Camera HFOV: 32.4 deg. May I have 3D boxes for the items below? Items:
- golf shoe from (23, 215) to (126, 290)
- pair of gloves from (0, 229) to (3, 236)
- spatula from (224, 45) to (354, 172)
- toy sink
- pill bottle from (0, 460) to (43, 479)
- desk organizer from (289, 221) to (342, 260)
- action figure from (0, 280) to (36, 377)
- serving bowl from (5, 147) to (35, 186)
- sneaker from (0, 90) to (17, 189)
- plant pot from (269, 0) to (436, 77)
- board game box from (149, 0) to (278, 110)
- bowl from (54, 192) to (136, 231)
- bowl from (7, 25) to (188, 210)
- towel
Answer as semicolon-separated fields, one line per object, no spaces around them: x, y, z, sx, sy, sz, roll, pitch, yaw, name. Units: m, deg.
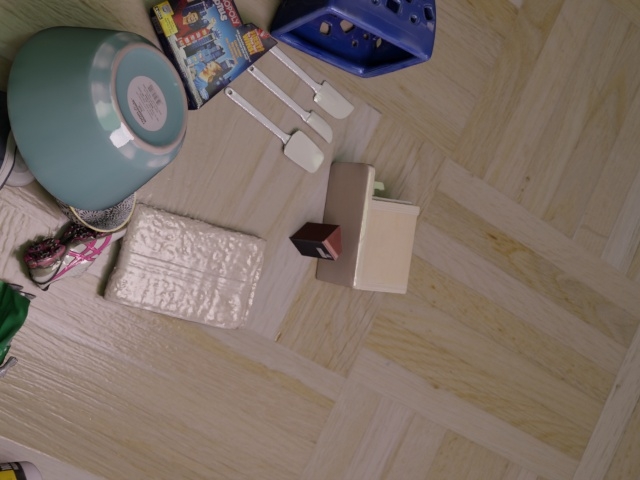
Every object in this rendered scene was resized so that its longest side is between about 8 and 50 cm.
-0.416;0.018;1.893;0.186;0.067;0.086;-27;131;-22;golf shoe
-0.655;-0.035;1.763;0.240;0.042;0.204;-30;109;-22;pair of gloves
-0.059;-0.258;2.078;0.242;0.019;0.168;38;78;-27;spatula
0.095;-0.025;2.112;0.131;0.152;0.234;6;91;-29;toy sink
-0.615;0.464;1.754;0.333;0.188;0.188;-2;96;-29;pill bottle
0.000;0.000;2.074;0.050;0.130;0.047;-44;113;-20;desk organizer
-0.541;0.185;1.819;0.063;0.137;0.232;20;94;-41;action figure
-0.505;-0.130;1.842;0.083;0.027;0.083;-3;97;-29;serving bowl
-0.560;-0.166;1.737;0.163;0.086;0.226;30;44;-30;sneaker
0.074;-0.449;2.016;0.235;0.236;0.212;19;79;-29;plant pot
-0.185;-0.360;1.971;0.194;0.060;0.194;-28;106;-21;board game box
-0.399;-0.091;1.860;0.170;0.080;0.170;23;61;-51;bowl
-0.331;-0.214;1.776;0.311;0.163;0.312;23;61;-51;bowl
-0.239;0.051;1.997;0.282;0.049;0.187;17;86;-28;towel
